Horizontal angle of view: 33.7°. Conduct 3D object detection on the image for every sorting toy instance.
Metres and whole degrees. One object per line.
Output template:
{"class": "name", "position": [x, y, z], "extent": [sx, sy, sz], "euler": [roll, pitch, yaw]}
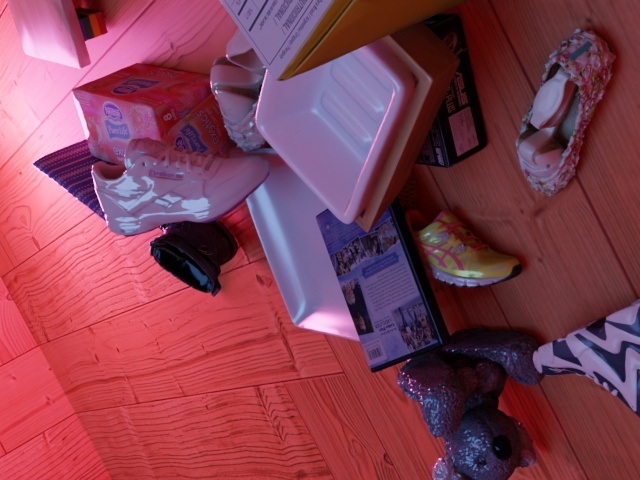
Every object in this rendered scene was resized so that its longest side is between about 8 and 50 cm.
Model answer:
{"class": "sorting toy", "position": [-0.526, -0.486, 2.062], "extent": [0.255, 0.089, 0.257], "euler": [21, 132, 47]}

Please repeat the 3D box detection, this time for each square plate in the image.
{"class": "square plate", "position": [0.000, 0.000, 1.724], "extent": [0.344, 0.049, 0.347], "euler": [5, 119, 57]}

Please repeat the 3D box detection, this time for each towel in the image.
{"class": "towel", "position": [-0.349, -0.117, 1.963], "extent": [0.336, 0.243, 0.040], "euler": [32, 136, 40]}

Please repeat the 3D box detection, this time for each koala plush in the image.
{"class": "koala plush", "position": [0.221, 0.255, 1.514], "extent": [0.203, 0.196, 0.221], "euler": [8, 123, 67]}

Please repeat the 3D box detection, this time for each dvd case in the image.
{"class": "dvd case", "position": [0.085, 0.051, 1.510], "extent": [0.180, 0.022, 0.253], "euler": [-32, 75, 53]}

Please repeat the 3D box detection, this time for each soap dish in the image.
{"class": "soap dish", "position": [0.041, -0.182, 1.304], "extent": [0.229, 0.118, 0.291], "euler": [49, 148, 20]}

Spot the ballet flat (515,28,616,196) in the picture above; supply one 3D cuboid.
{"class": "ballet flat", "position": [0.263, -0.136, 1.211], "extent": [0.091, 0.077, 0.241], "euler": [41, 145, 28]}

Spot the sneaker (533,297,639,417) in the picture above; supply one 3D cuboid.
{"class": "sneaker", "position": [0.368, 0.168, 1.295], "extent": [0.235, 0.094, 0.153], "euler": [-37, 75, 49]}

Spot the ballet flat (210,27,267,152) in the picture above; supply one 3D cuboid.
{"class": "ballet flat", "position": [-0.088, -0.262, 1.557], "extent": [0.147, 0.147, 0.409], "euler": [57, 147, 6]}

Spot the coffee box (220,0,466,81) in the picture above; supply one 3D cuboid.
{"class": "coffee box", "position": [0.052, -0.418, 1.027], "extent": [0.334, 0.338, 0.338], "euler": [56, 148, 7]}

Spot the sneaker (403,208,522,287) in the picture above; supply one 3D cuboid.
{"class": "sneaker", "position": [0.182, 0.007, 1.454], "extent": [0.209, 0.081, 0.094], "euler": [14, 106, 38]}

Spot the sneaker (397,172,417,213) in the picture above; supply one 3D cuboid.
{"class": "sneaker", "position": [0.098, -0.038, 1.556], "extent": [0.084, 0.070, 0.185], "euler": [38, 138, 47]}

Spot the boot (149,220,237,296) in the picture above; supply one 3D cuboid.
{"class": "boot", "position": [-0.264, -0.015, 1.921], "extent": [0.263, 0.229, 0.091], "euler": [36, 107, 0]}

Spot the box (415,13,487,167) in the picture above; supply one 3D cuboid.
{"class": "box", "position": [0.123, -0.195, 1.366], "extent": [0.147, 0.078, 0.180], "euler": [12, 125, 51]}

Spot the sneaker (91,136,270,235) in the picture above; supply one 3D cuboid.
{"class": "sneaker", "position": [-0.234, -0.101, 1.706], "extent": [0.305, 0.114, 0.152], "euler": [-13, 116, 17]}

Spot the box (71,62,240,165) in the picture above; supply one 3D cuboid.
{"class": "box", "position": [-0.299, -0.217, 1.894], "extent": [0.300, 0.154, 0.142], "euler": [19, 131, 49]}
